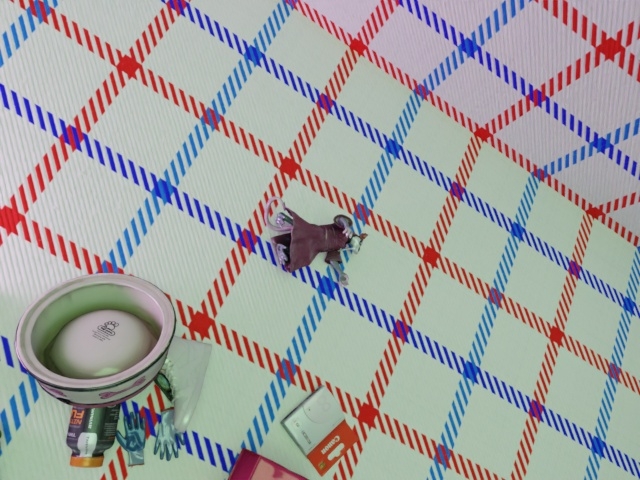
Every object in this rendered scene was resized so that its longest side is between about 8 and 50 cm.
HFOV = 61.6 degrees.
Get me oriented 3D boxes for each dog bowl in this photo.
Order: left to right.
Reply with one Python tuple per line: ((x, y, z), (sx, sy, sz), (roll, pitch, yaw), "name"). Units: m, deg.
((-0.614, 0.284, 1.506), (0.408, 0.150, 0.408), (6, 40, -5), "dog bowl")

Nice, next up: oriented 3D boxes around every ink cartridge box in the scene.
((0.008, 0.636, 1.796), (0.189, 0.066, 0.232), (-37, 87, -26), "ink cartridge box")

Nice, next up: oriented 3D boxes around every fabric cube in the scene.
((-0.152, 0.794, 1.579), (0.258, 0.259, 0.254), (30, 68, -9), "fabric cube")

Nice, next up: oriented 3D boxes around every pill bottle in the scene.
((-0.644, 0.513, 1.530), (0.130, 0.130, 0.246), (10, 72, -19), "pill bottle")

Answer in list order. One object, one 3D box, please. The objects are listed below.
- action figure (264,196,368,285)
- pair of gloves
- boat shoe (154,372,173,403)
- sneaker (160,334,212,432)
((0.000, 0.000, 1.931), (0.370, 0.248, 0.276), (-3, 34, -35), "action figure")
((-0.513, 0.591, 1.621), (0.198, 0.023, 0.159), (-2, 75, -23), "pair of gloves")
((-0.465, 0.464, 1.662), (0.142, 0.040, 0.049), (46, 65, -4), "boat shoe")
((-0.441, 0.422, 1.617), (0.169, 0.108, 0.292), (21, 42, -16), "sneaker")
